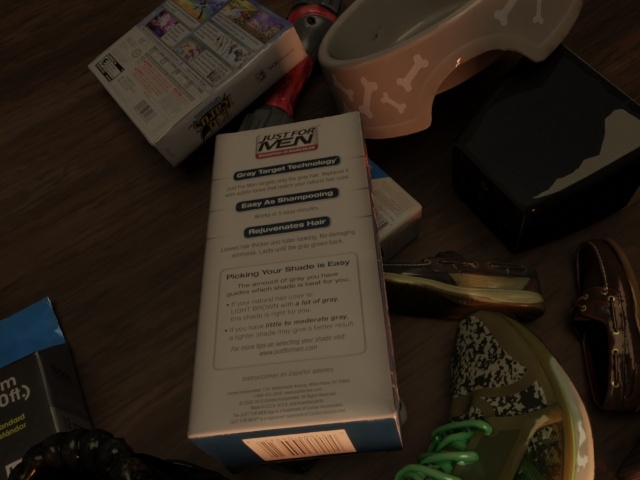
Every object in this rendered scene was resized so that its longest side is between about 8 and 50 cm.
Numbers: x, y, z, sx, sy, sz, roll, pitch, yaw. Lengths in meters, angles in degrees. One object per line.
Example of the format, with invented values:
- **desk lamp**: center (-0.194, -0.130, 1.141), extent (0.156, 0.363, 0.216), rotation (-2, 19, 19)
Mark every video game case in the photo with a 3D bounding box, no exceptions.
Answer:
- **video game case**: center (-0.190, -0.263, 0.823), extent (0.244, 0.061, 0.269), rotation (-42, 53, -3)

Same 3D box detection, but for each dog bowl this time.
- **dog bowl**: center (0.149, -0.287, 0.738), extent (0.349, 0.102, 0.348), rotation (-26, 34, 20)

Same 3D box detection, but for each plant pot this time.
- **plant pot**: center (0.269, -0.097, 0.698), extent (0.167, 0.188, 0.187), rotation (-36, 65, -2)

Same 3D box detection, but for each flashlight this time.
- **flashlight**: center (-0.037, -0.242, 0.834), extent (0.103, 0.103, 0.304), rotation (14, 63, 8)

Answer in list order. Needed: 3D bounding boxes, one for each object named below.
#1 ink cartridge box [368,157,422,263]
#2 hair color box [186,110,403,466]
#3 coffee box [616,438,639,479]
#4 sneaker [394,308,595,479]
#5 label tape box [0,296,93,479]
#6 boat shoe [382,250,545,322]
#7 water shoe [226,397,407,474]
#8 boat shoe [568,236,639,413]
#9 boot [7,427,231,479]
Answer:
- **ink cartridge box**: center (0.000, 0.000, 0.715), extent (0.231, 0.078, 0.134), rotation (-37, 64, -14)
- **hair color box**: center (-0.023, 0.034, 0.573), extent (0.174, 0.105, 0.347), rotation (-8, 55, 7)
- **coffee box**: center (0.396, 0.160, 0.477), extent (0.119, 0.297, 0.168), rotation (38, 72, 24)
- **sneaker**: center (0.126, 0.233, 0.493), extent (0.182, 0.158, 0.410), rotation (20, 52, -16)
- **label tape box**: center (-0.384, 0.240, 0.600), extent (0.249, 0.115, 0.347), rotation (-26, 65, -9)
- **boat shoe**: center (0.156, 0.051, 0.681), extent (0.224, 0.080, 0.073), rotation (8, 58, 2)
- **water shoe**: center (-0.010, 0.197, 0.584), extent (0.203, 0.080, 0.073), rotation (-6, 20, 10)
- **boat shoe**: center (0.327, 0.091, 0.645), extent (0.073, 0.073, 0.206), rotation (-4, 62, 0)
- **boot**: center (-0.066, 0.274, 0.472), extent (0.348, 0.260, 0.131), rotation (13, 64, 11)
